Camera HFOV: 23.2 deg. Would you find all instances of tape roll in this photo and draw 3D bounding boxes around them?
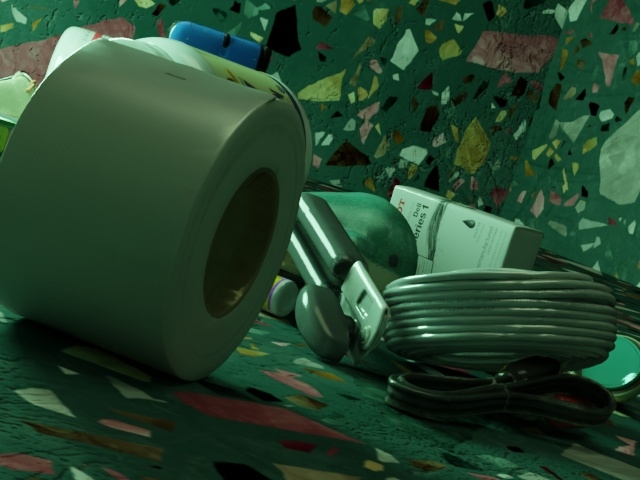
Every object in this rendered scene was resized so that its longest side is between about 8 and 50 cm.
[{"bbox_3d":[-0.138,-0.024,1.286,0.169,0.246,0.246,20,6,17],"label":"tape roll"}]

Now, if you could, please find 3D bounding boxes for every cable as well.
[{"bbox_3d":[0.187,0.088,1.667,0.257,0.089,0.257,5,-11,-20],"label":"cable"},{"bbox_3d":[0.181,0.165,1.519,0.139,0.072,0.287,29,23,35],"label":"cable"}]

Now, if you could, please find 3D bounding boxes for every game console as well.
[{"bbox_3d":[-0.192,-0.188,2.476,0.250,0.293,0.173,14,5,-30],"label":"game console"}]

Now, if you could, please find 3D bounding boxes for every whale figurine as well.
[{"bbox_3d":[0.000,-0.014,1.935,0.272,0.141,0.216,28,-9,-24],"label":"whale figurine"}]

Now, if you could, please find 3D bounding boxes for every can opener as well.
[{"bbox_3d":[0.006,0.033,1.669,0.093,0.074,0.280,21,21,-25],"label":"can opener"}]

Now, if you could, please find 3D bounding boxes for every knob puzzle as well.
[{"bbox_3d":[-0.057,0.044,1.848,0.213,0.030,0.213,24,-7,3],"label":"knob puzzle"}]

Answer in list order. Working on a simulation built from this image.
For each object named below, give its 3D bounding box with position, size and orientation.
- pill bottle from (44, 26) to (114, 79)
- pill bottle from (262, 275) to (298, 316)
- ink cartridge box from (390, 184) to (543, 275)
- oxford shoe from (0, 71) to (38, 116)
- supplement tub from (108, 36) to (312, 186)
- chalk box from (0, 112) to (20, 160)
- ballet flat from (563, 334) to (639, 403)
[{"bbox_3d":[-0.288,-0.215,2.768,0.407,0.229,0.229,17,6,-6],"label":"pill bottle"},{"bbox_3d":[-0.068,0.054,1.761,0.083,0.043,0.043,21,7,34],"label":"pill bottle"},{"bbox_3d":[0.189,0.027,2.246,0.219,0.160,0.092,21,6,36],"label":"ink cartridge box"},{"bbox_3d":[-0.408,-0.154,2.180,0.397,0.146,0.140,20,2,-15],"label":"oxford shoe"},{"bbox_3d":[-0.183,-0.141,2.094,0.235,0.235,0.325,21,5,31],"label":"supplement tub"},{"bbox_3d":[-0.315,-0.063,1.676,0.132,0.132,0.213,20,6,25],"label":"chalk box"},{"bbox_3d":[0.350,0.157,1.930,0.086,0.086,0.248,15,5,-25],"label":"ballet flat"}]
